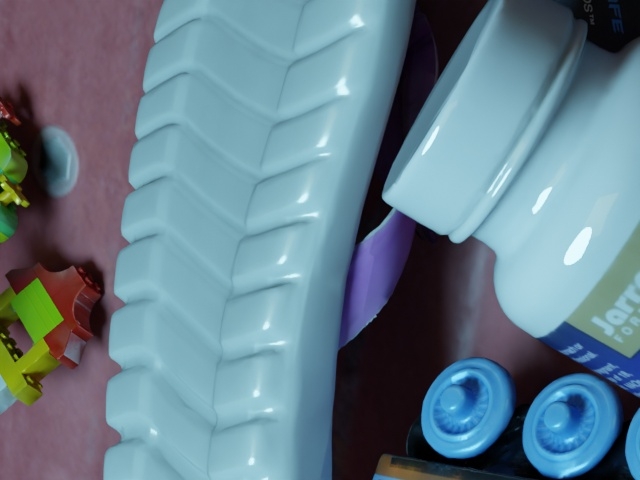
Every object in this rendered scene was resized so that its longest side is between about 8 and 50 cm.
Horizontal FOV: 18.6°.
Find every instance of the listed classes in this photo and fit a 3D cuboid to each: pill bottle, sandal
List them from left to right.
[{"bbox_3d":[-0.009,-0.002,0.815,0.169,0.102,0.416,12,91,55],"label":"sandal"},{"bbox_3d":[0.120,-0.003,0.636,0.186,0.112,0.112,29,121,-3],"label":"pill bottle"}]

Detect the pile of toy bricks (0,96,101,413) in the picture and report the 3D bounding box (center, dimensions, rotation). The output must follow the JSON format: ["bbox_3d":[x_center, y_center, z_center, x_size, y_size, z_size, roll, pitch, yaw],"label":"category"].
[{"bbox_3d":[-0.189,-0.027,0.981,0.105,0.118,0.212,-40,56,4],"label":"pile of toy bricks"}]

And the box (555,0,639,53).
[{"bbox_3d":[0.176,-0.206,0.636,0.293,0.073,0.295,-3,95,43],"label":"box"}]

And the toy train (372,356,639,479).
[{"bbox_3d":[0.097,0.108,0.729,0.184,0.080,0.105,5,67,44],"label":"toy train"}]
